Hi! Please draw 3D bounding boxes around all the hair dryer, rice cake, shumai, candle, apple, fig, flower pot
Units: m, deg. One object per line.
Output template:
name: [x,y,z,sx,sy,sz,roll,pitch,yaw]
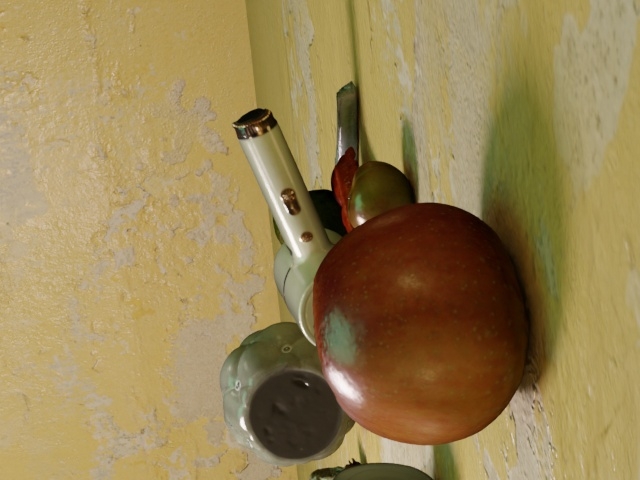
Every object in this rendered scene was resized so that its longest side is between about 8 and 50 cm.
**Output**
hair dryer: [-0.034,-0.034,1.873,0.203,0.128,0.362,-125,10,-68]
rice cake: [0.036,-0.139,1.919,0.207,0.033,0.033,90,168,-47]
shumai: [0.049,0.428,2.343,0.087,0.124,0.099,-42,21,34]
candle: [0.055,-0.025,1.784,0.301,0.059,0.084,-103,-4,-52]
apple: [0.068,-0.048,1.559,0.089,0.075,0.089,175,90,-84]
fig: [0.000,0.000,2.064,0.123,0.123,0.156,-122,13,-75]
flower pot: [-0.052,0.257,2.291,0.195,0.246,0.246,-113,16,-73]
apple: [0.078,0.075,1.166,0.235,0.173,0.210,90,170,-58]

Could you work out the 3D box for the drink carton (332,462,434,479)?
drink carton: [0.072,0.379,1.648,0.185,0.191,0.189,-103,17,-57]
